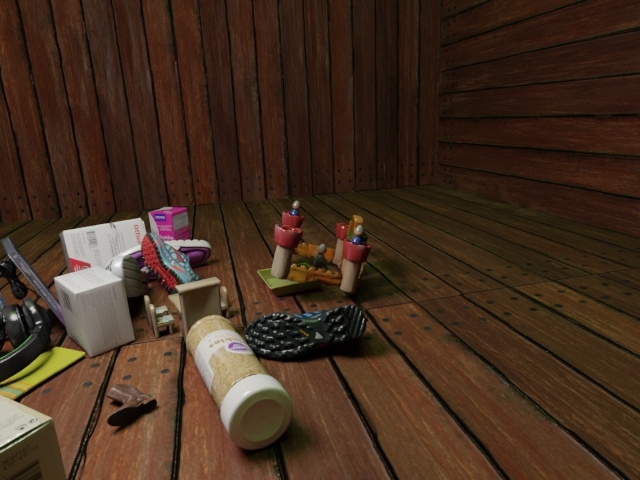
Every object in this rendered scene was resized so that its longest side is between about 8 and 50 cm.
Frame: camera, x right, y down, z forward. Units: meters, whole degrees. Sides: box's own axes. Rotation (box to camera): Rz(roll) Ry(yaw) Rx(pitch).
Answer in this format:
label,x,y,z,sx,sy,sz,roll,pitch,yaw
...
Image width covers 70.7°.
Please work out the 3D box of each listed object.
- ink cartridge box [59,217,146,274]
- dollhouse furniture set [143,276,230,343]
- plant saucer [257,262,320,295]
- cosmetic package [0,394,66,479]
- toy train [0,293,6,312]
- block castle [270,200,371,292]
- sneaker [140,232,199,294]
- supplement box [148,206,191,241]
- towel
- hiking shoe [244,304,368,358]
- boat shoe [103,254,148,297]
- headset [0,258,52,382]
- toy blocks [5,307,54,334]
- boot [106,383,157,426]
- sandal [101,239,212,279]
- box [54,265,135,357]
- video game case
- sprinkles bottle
label,x,y,z,sx,sy,sz,roll,pitch,yaw
ink cartridge box,-0.789,0.039,1.672,0.272,0.197,0.114,-14,5,-36
dollhouse furniture set,-0.358,0.165,1.243,0.212,0.161,0.242,-12,18,-30
plant saucer,-0.103,0.135,1.527,0.188,0.045,0.188,-8,16,-20
cosmetic package,-0.542,0.328,0.696,0.309,0.160,0.113,7,17,28
toy train,-0.991,0.216,1.270,0.105,0.080,0.184,-27,-1,35
block castle,0.000,0.000,1.521,0.302,0.213,0.453,12,9,-3
sneaker,-0.517,0.079,1.558,0.262,0.104,0.125,51,26,13
supplement box,-0.606,-0.018,1.836,0.111,0.220,0.114,3,16,20
towel,-0.668,0.313,1.032,0.102,0.021,0.237,6,17,18
hiking shoe,-0.032,0.232,1.119,0.303,0.113,0.132,-7,-15,7
boat shoe,-0.615,0.127,1.382,0.119,0.121,0.335,-4,-15,-12
headset,-0.795,0.199,1.101,0.243,0.185,0.394,-12,25,-12
toy blocks,-0.850,0.238,1.265,0.147,0.054,0.123,-5,17,-3
boot,-0.405,0.325,0.906,0.114,0.037,0.106,12,8,34
sandal,-0.581,0.085,1.651,0.416,0.169,0.102,-16,53,-35
box,-0.597,0.181,1.191,0.119,0.182,0.180,-19,22,-41
video game case,-0.792,0.126,1.269,0.026,0.274,0.196,-36,31,-28
sprinkles bottle,-0.180,0.269,0.919,0.121,0.121,0.355,-10,17,-26
